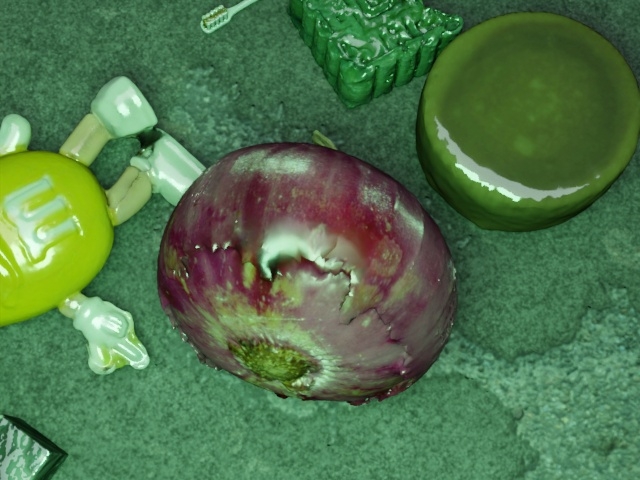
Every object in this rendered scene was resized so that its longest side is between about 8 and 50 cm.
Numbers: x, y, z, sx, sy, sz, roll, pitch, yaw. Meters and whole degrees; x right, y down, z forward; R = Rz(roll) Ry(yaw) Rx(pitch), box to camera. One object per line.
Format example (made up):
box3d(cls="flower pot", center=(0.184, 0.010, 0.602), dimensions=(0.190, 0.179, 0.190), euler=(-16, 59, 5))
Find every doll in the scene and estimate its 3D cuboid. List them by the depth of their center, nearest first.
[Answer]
box3d(cls="doll", center=(-0.337, -0.019, 1.252), dimensions=(0.348, 0.161, 0.423), euler=(22, 78, -6))

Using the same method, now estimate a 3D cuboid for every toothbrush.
box3d(cls="toothbrush", center=(-0.031, -0.401, 1.407), dimensions=(0.342, 0.030, 0.025), euler=(-33, 83, -10))

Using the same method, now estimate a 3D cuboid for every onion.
box3d(cls="onion", center=(-0.001, 0.027, 1.139), dimensions=(0.358, 0.358, 0.345), euler=(34, 76, 8))

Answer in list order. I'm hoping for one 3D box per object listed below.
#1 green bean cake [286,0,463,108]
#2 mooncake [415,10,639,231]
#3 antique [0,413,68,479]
box3d(cls="green bean cake", center=(0.072, -0.318, 1.349), dimensions=(0.193, 0.107, 0.208), euler=(-30, 76, -6))
box3d(cls="mooncake", center=(0.270, -0.153, 1.281), dimensions=(0.284, 0.155, 0.284), euler=(0, 77, 2))
box3d(cls="antique", center=(-0.413, 0.318, 1.195), dimensions=(0.086, 0.088, 0.183), euler=(34, 79, 8))
